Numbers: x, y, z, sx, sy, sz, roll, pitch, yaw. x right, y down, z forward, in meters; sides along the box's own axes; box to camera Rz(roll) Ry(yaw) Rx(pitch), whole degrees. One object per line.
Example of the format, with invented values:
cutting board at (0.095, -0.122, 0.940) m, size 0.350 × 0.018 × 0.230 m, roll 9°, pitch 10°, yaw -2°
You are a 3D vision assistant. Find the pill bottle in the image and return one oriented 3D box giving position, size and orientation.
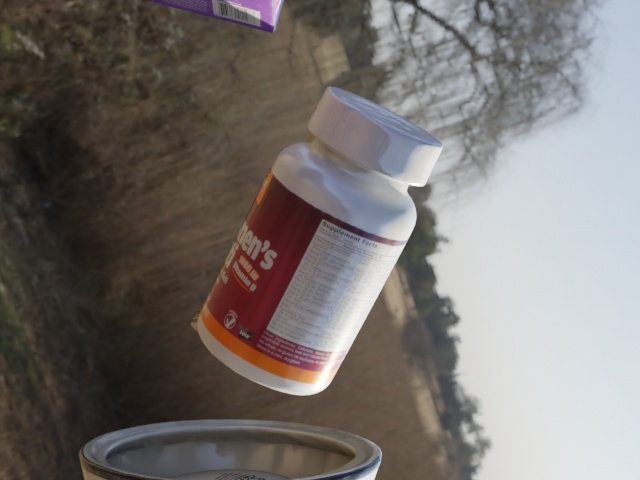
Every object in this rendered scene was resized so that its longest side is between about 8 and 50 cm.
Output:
pill bottle at (0.000, 0.000, 0.841) m, size 0.221 × 0.121 × 0.121 m, roll -63°, pitch -170°, yaw 14°

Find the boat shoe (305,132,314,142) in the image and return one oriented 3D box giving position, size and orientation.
boat shoe at (-0.017, -0.013, 1.326) m, size 0.122 × 0.110 × 0.341 m, roll 43°, pitch -31°, yaw 15°

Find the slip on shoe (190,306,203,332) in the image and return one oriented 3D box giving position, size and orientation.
slip on shoe at (-0.089, 0.081, 1.095) m, size 0.041 × 0.051 × 0.135 m, roll 47°, pitch -32°, yaw -12°

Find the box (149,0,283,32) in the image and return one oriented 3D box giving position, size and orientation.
box at (-0.144, -0.271, 0.706) m, size 0.057 × 0.293 × 0.201 m, roll 98°, pitch 7°, yaw -75°

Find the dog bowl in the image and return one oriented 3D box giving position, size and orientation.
dog bowl at (-0.122, 0.353, 1.460) m, size 0.408 × 0.408 × 0.150 m, roll -14°, pitch 106°, yaw -87°
